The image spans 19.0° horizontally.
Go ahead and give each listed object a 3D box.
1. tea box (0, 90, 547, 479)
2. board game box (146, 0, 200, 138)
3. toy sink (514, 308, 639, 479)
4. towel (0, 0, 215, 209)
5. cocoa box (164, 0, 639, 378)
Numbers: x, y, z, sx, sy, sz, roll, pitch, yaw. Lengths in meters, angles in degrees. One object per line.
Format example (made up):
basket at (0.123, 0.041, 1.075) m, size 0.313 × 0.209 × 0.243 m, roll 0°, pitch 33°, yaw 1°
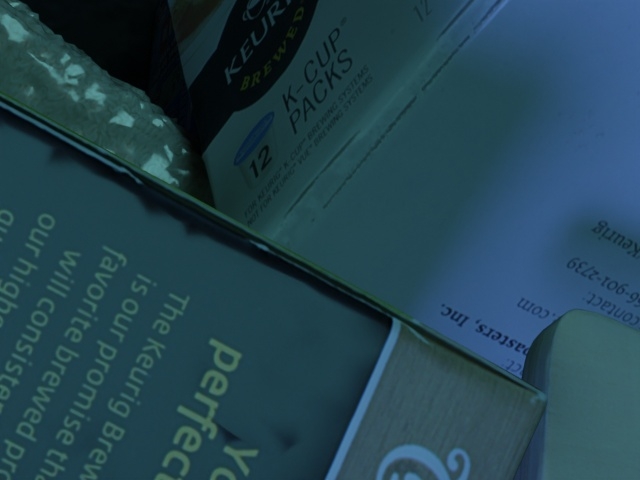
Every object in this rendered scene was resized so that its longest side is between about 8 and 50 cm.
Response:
tea box at (-0.180, 0.116, 0.432) m, size 0.323 × 0.220 × 0.329 m, roll 29°, pitch 73°, yaw -10°
board game box at (0.000, 0.000, 0.768) m, size 0.194 × 0.060 × 0.194 m, roll 28°, pitch 52°, yaw -12°
toy sink at (0.120, 0.147, 0.547) m, size 0.234 × 0.131 × 0.153 m, roll 23°, pitch 51°, yaw -21°
towel at (-0.104, 0.030, 0.619) m, size 0.282 × 0.049 × 0.187 m, roll 39°, pitch 92°, yaw -15°
cocoa box at (0.150, -0.064, 0.657) m, size 0.347 × 0.231 × 0.228 m, roll 26°, pitch 28°, yaw -30°
